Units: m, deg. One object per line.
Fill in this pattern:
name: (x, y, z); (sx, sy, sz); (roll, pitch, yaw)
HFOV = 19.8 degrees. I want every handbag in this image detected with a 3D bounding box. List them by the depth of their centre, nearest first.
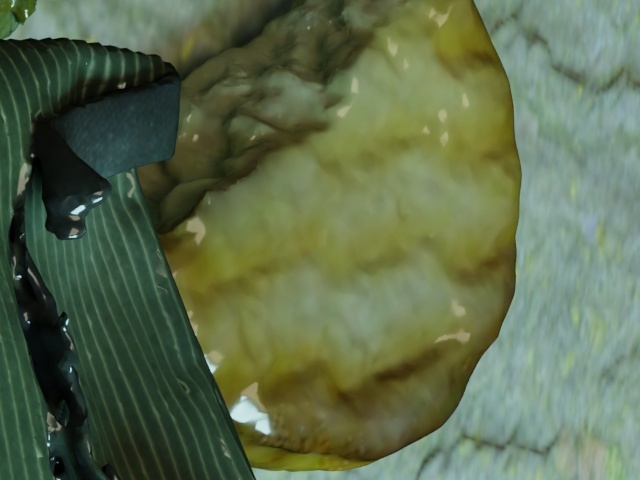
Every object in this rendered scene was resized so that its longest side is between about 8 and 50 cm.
handbag: (-0.139, 0.088, 0.608); (0.240, 0.247, 0.341); (-23, 93, -46)

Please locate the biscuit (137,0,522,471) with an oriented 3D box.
biscuit: (-0.001, 0.000, 0.884); (0.274, 0.091, 0.213); (-39, 116, -42)

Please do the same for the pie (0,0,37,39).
pie: (-0.174, -0.183, 0.676); (0.277, 0.078, 0.277); (-12, 107, -44)
